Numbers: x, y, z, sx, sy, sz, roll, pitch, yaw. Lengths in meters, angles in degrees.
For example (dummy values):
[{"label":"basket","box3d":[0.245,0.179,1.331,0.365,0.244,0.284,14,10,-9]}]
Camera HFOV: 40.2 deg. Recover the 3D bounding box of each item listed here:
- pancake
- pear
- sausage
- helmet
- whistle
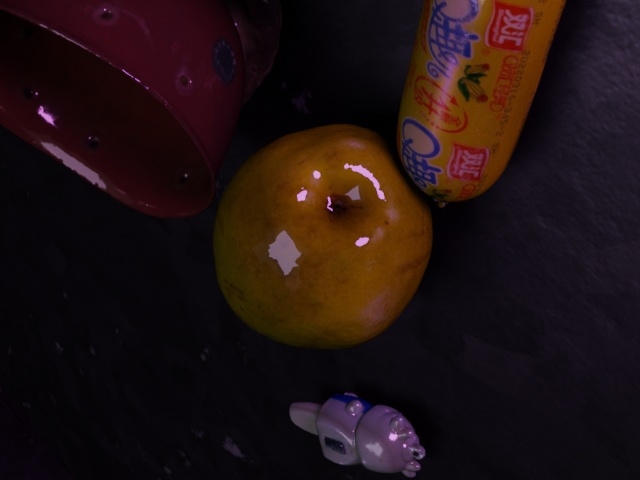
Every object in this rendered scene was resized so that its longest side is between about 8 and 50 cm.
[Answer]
[{"label":"pancake","box3d":[-0.153,-0.308,1.120,0.294,0.049,0.295,31,138,33]},{"label":"pear","box3d":[0.000,0.000,0.997,0.253,0.252,0.307,57,166,2]},{"label":"sausage","box3d":[0.147,-0.171,0.818,0.123,0.123,0.347,36,136,27]},{"label":"helmet","box3d":[-0.235,-0.221,1.029,0.384,0.230,0.338,20,155,26]},{"label":"whistle","box3d":[0.051,0.271,1.246,0.244,0.092,0.110,7,121,44]}]
